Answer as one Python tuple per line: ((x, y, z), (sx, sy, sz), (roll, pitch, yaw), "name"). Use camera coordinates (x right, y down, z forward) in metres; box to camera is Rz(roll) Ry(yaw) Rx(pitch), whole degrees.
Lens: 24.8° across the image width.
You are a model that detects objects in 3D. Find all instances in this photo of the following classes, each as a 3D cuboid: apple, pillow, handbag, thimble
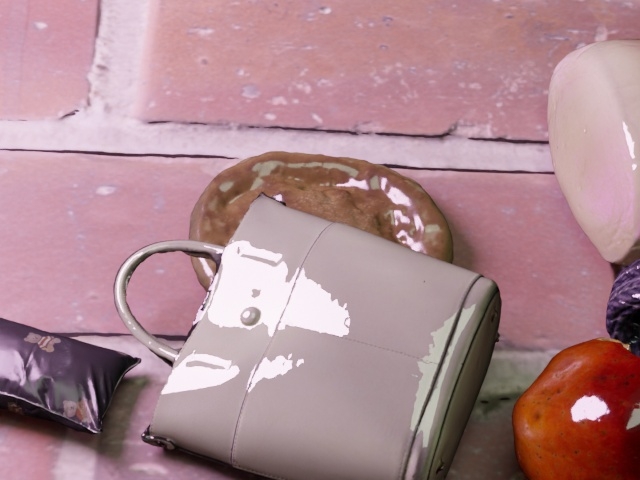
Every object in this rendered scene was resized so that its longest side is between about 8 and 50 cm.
((0.231, 0.159, 1.128), (0.158, 0.156, 0.147), (3, 47, 34), "apple")
((-0.231, 0.107, 1.188), (0.150, 0.048, 0.090), (14, 54, 9), "pillow")
((-0.022, 0.085, 1.198), (0.315, 0.109, 0.241), (15, 65, 19), "handbag")
((0.301, 0.062, 1.247), (0.104, 0.095, 0.066), (-11, 32, 32), "thimble")

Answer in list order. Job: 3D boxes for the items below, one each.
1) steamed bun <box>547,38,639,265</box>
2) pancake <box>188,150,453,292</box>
((0.307, -0.102, 1.335), (0.170, 0.152, 0.238), (-5, 55, -10), "steamed bun")
((0.000, -0.001, 1.298), (0.236, 0.042, 0.222), (34, 60, 22), "pancake")
